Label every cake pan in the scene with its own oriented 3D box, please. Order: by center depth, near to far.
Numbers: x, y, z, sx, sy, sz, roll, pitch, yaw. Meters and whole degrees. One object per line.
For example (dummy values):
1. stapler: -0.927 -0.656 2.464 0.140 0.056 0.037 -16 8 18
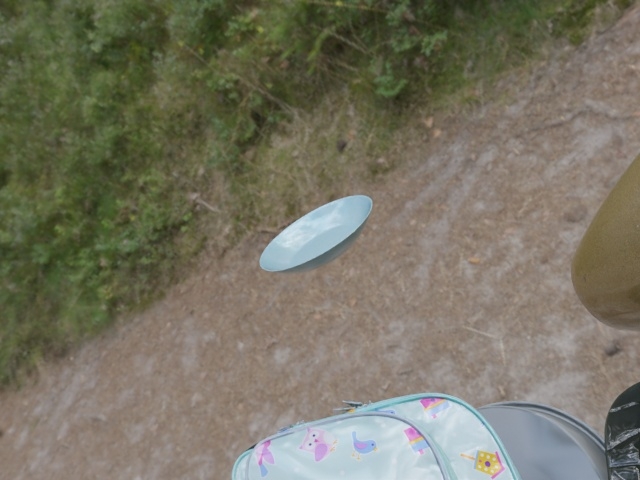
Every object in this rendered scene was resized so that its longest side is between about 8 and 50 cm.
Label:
1. cake pan: 0.200 0.314 0.755 0.293 0.054 0.293 -22 50 30

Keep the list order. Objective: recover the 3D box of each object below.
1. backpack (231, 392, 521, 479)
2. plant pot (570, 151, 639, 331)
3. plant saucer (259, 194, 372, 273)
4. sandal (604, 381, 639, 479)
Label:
1. backpack: 0.046 0.189 0.459 0.188 0.144 0.165 -17 59 -4
2. plant pot: 0.383 -0.002 0.701 0.254 0.237 0.237 124 167 -61
3. plant saucer: 0.000 0.000 1.035 0.195 0.037 0.195 -27 21 11
4. sandal: 0.321 0.238 0.619 0.120 0.086 0.302 -7 36 35
